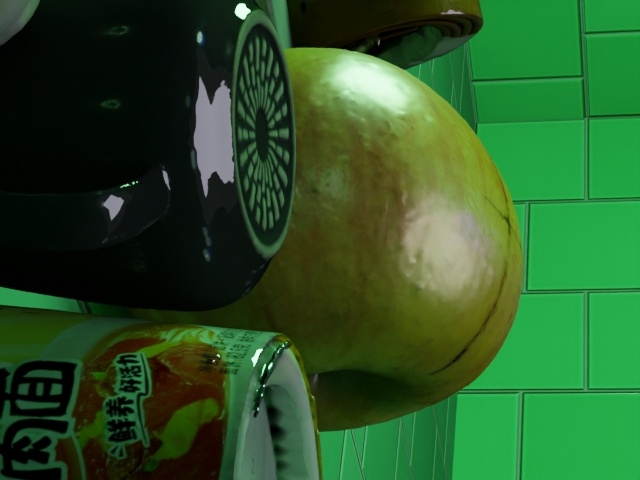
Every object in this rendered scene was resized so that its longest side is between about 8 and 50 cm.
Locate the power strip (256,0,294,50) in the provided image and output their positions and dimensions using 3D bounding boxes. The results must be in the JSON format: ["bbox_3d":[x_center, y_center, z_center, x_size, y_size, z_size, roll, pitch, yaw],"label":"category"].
[{"bbox_3d":[-0.065,-0.239,1.265,0.193,0.059,0.265,-89,170,-55],"label":"power strip"}]

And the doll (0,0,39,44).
[{"bbox_3d":[-0.120,-0.193,0.689,0.251,0.221,0.221,-80,164,-45],"label":"doll"}]

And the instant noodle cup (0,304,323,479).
[{"bbox_3d":[-0.111,0.145,0.722,0.264,0.200,0.264,0,90,-80],"label":"instant noodle cup"}]

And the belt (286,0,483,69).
[{"bbox_3d":[0.036,-0.198,1.417,0.261,0.184,0.105,-29,-107,64],"label":"belt"}]

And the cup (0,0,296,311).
[{"bbox_3d":[-0.115,-0.043,0.782,0.223,0.177,0.169,-52,142,-68],"label":"cup"}]

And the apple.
[{"bbox_3d":[0.000,0.000,1.126,0.286,0.286,0.233,68,15,-61],"label":"apple"}]
